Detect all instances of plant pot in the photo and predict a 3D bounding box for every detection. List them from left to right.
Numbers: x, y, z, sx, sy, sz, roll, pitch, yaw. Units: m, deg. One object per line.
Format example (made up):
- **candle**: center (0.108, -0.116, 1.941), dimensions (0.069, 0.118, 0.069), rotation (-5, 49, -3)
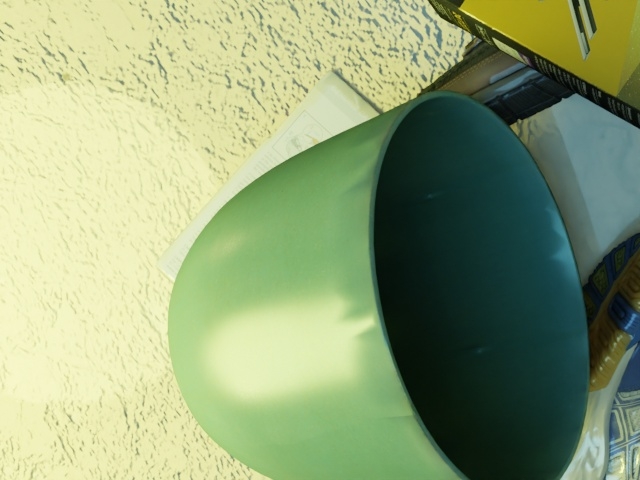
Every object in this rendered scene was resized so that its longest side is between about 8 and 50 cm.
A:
- **plant pot**: center (0.029, 0.059, 0.952), dimensions (0.235, 0.293, 0.293), rotation (-14, 100, 35)

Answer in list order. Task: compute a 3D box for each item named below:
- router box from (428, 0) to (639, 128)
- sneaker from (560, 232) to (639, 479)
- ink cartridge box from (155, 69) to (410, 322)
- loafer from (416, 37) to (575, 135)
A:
- **router box**: center (0.252, -0.237, 0.869), dimensions (0.243, 0.081, 0.309), rotation (33, 93, 19)
- **sneaker**: center (0.259, 0.133, 1.043), dimensions (0.131, 0.112, 0.296), rotation (16, 111, -5)
- **ink cartridge box**: center (0.000, 0.000, 1.117), dimensions (0.189, 0.066, 0.232), rotation (42, 92, 4)
- **loafer**: center (0.203, -0.177, 0.974), dimensions (0.302, 0.109, 0.095), rotation (-27, 77, 16)
